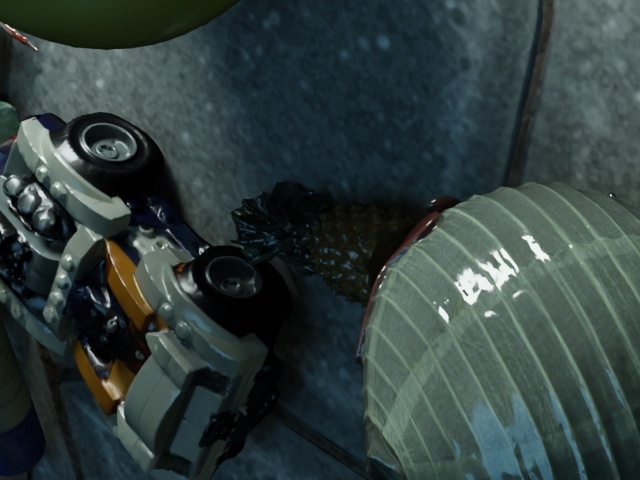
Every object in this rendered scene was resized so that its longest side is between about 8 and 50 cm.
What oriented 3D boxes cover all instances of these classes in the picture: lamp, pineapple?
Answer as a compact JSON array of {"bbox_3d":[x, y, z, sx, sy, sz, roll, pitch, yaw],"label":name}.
[{"bbox_3d":[0.132,0.090,1.149,0.233,0.233,0.265,-22,85,46],"label":"lamp"},{"bbox_3d":[0.000,0.000,1.353,0.159,0.074,0.074,16,118,47],"label":"pineapple"}]

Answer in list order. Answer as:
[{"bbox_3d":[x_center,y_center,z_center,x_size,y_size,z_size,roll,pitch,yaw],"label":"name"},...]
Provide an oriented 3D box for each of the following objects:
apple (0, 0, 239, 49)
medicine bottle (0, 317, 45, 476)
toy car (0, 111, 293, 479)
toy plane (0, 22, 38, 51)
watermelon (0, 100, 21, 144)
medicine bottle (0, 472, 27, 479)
[{"bbox_3d":[-0.128,-0.250,1.235,0.279,0.279,0.279,19,119,37],"label":"apple"},{"bbox_3d":[-0.269,0.102,1.586,0.059,0.059,0.231,32,151,29],"label":"medicine bottle"},{"bbox_3d":[-0.153,0.040,1.477,0.301,0.118,0.193,45,134,21],"label":"toy car"},{"bbox_3d":[-0.312,-0.194,1.515,0.126,0.077,0.194,22,150,57],"label":"toy plane"},{"bbox_3d":[-0.350,-0.016,1.548,0.094,0.241,0.154,21,123,48],"label":"watermelon"},{"bbox_3d":[-0.296,0.189,1.714,0.089,0.052,0.052,24,122,34],"label":"medicine bottle"}]
